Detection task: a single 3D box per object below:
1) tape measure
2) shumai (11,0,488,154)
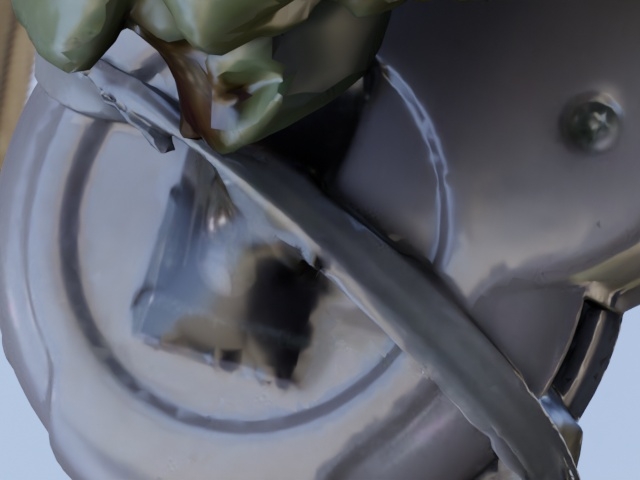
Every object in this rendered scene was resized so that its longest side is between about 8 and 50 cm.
[{"bbox_3d":[0.000,0.000,0.503,0.120,0.236,0.197,22,-96,-67],"label":"tape measure"},{"bbox_3d":[0.007,-0.134,0.372,0.218,0.189,0.256,-24,-8,39],"label":"shumai"}]
